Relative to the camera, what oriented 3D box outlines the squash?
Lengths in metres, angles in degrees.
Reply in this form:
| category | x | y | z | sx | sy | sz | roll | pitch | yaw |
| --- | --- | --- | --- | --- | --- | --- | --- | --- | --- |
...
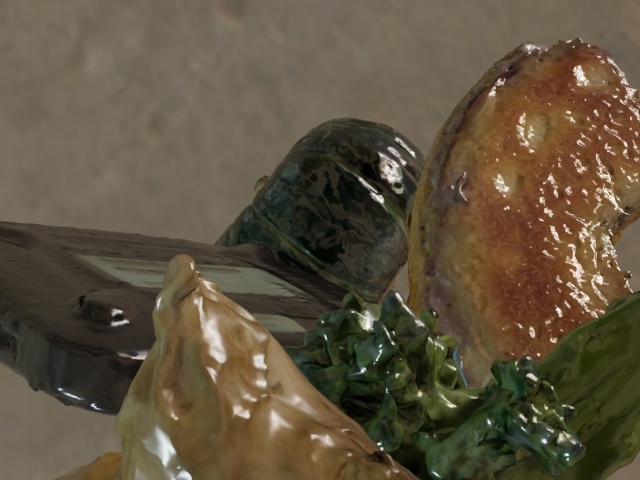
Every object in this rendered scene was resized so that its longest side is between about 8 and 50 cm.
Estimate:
| category | x | y | z | sx | sy | sz | roll | pitch | yaw |
| --- | --- | --- | --- | --- | --- | --- | --- | --- | --- |
| squash | 0.000 | 0.000 | 1.871 | 0.165 | 0.252 | 0.252 | 32 | 105 | 2 |

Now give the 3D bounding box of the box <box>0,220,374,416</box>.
| category | x | y | z | sx | sy | sz | roll | pitch | yaw |
| --- | --- | --- | --- | --- | --- | --- | --- | --- | --- |
| box | -0.097 | 0.064 | 1.450 | 0.359 | 0.350 | 0.091 | 6 | 99 | -33 |

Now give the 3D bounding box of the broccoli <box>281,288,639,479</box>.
| category | x | y | z | sx | sy | sz | roll | pitch | yaw |
| --- | --- | --- | --- | --- | --- | --- | --- | --- | --- |
| broccoli | 0.060 | 0.078 | 0.668 | 0.160 | 0.154 | 0.167 | -39 | 96 | 0 |

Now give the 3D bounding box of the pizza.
| category | x | y | z | sx | sy | sz | roll | pitch | yaw |
| --- | --- | --- | --- | --- | --- | --- | --- | --- | --- |
| pizza | 0.132 | 0.002 | 1.228 | 0.161 | 0.305 | 0.085 | 17 | 147 | -3 |

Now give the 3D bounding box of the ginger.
| category | x | y | z | sx | sy | sz | roll | pitch | yaw |
| --- | --- | --- | --- | --- | --- | --- | --- | --- | --- |
| ginger | 0.019 | 0.100 | 0.392 | 0.214 | 0.059 | 0.133 | 41 | 138 | -13 |
